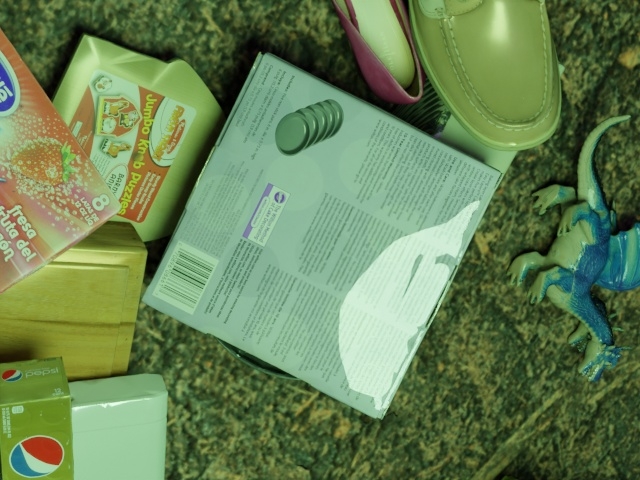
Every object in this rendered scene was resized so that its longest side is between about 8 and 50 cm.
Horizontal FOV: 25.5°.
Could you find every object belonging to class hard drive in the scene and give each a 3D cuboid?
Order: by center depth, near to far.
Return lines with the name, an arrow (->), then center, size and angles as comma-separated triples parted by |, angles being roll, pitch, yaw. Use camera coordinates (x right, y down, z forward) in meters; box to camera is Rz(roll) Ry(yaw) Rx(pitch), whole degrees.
hard drive -> -0.249, 0.267, 1.321 | 0.203, 0.040, 0.307 | -5, 123, -17

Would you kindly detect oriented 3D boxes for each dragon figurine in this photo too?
dragon figurine -> 0.292, 0.004, 1.481 | 0.144, 0.085, 0.289 | 9, 106, -26

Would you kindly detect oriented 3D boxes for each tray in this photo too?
tray -> -0.371, 0.077, 1.234 | 0.411, 0.076, 0.203 | 4, 112, -22

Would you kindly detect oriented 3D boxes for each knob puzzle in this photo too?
knob puzzle -> -0.168, -0.082, 1.302 | 0.213, 0.030, 0.213 | -8, 115, -19

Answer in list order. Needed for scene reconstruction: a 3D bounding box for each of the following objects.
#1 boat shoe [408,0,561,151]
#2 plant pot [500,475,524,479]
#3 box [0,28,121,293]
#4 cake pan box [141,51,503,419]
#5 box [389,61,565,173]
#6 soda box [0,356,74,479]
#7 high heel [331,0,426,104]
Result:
boat shoe -> 0.134, -0.247, 1.251 | 0.121, 0.110, 0.341 | -16, 80, -7
plant pot -> 0.228, 0.399, 1.499 | 0.276, 0.276, 0.254 | 29, 82, -26
box -> -0.311, -0.099, 1.118 | 0.142, 0.154, 0.300 | -36, 96, -23
cake pan box -> 0.000, 0.000, 1.284 | 0.245, 0.070, 0.267 | 25, 94, 2
box -> 0.114, -0.080, 1.374 | 0.094, 0.113, 0.275 | 28, 93, -26
soda box -> -0.244, 0.191, 1.210 | 0.061, 0.058, 0.181 | -6, 124, -16
high heel -> 0.037, -0.240, 1.290 | 0.082, 0.117, 0.244 | -19, 112, -12
